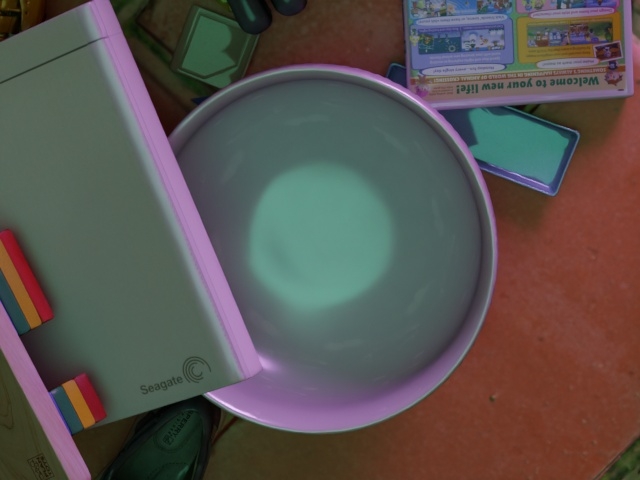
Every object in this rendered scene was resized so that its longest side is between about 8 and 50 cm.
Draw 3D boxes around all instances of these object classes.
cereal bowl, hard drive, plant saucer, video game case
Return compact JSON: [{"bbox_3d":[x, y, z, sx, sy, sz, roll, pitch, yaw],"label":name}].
[{"bbox_3d":[0.000,0.000,1.686,0.339,0.141,0.339,1,102,7],"label":"cereal bowl"},{"bbox_3d":[-0.219,-0.012,1.625,0.233,0.047,0.353,-19,97,29],"label":"hard drive"},{"bbox_3d":[0.145,-0.106,1.721,0.192,0.018,0.067,21,101,1],"label":"plant saucer"},{"bbox_3d":[0.181,-0.222,1.680,0.212,0.023,0.193,-4,100,-3],"label":"video game case"}]

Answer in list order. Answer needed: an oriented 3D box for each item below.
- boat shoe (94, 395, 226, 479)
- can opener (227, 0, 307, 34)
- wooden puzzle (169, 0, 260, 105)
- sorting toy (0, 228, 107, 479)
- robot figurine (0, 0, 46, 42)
[{"bbox_3d":[-0.180,0.260,1.776,0.103,0.092,0.285,29,101,-1],"label":"boat shoe"},{"bbox_3d":[-0.105,-0.326,1.659,0.076,0.095,0.283,-26,91,9],"label":"can opener"},{"bbox_3d":[-0.100,-0.182,1.729,0.079,0.014,0.116,29,101,3],"label":"wooden puzzle"},{"bbox_3d":[-0.323,0.128,1.647,0.255,0.089,0.257,-27,91,42],"label":"sorting toy"},{"bbox_3d":[-0.335,-0.281,1.693,0.211,0.085,0.291,6,101,3],"label":"robot figurine"}]
